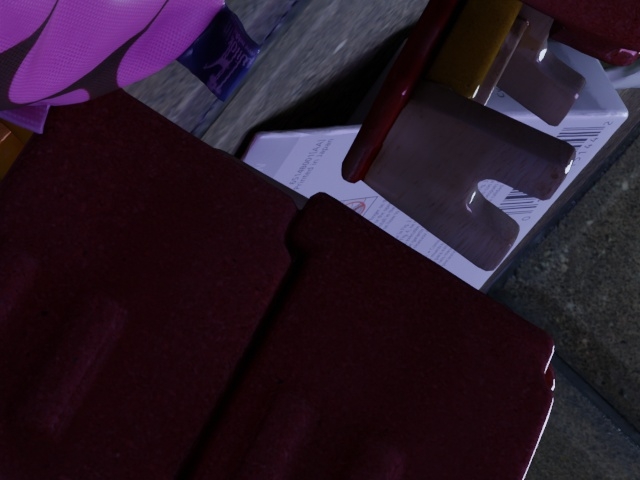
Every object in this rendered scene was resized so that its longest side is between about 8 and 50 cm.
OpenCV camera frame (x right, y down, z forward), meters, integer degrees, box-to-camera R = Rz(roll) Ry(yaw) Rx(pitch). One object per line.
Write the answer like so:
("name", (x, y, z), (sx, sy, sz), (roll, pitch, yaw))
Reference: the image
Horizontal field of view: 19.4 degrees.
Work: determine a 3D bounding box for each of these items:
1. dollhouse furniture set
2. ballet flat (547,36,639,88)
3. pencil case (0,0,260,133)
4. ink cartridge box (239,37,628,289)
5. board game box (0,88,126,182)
("dollhouse furniture set", (-0.002, -0.013, 0.592), (0.374, 0.152, 0.201), (-62, -178, -36))
("ballet flat", (0.191, -0.160, 1.180), (0.139, 0.139, 0.400), (-47, 167, 3))
("pencil case", (-0.083, -0.064, 0.347), (0.098, 0.095, 0.209), (-56, 166, 14))
("ink cartridge box", (0.000, 0.000, 1.102), (0.261, 0.066, 0.296), (-5, 146, -36))
("board game box", (-0.226, 0.092, 0.502), (0.390, 0.050, 0.390), (-48, 171, 10))
